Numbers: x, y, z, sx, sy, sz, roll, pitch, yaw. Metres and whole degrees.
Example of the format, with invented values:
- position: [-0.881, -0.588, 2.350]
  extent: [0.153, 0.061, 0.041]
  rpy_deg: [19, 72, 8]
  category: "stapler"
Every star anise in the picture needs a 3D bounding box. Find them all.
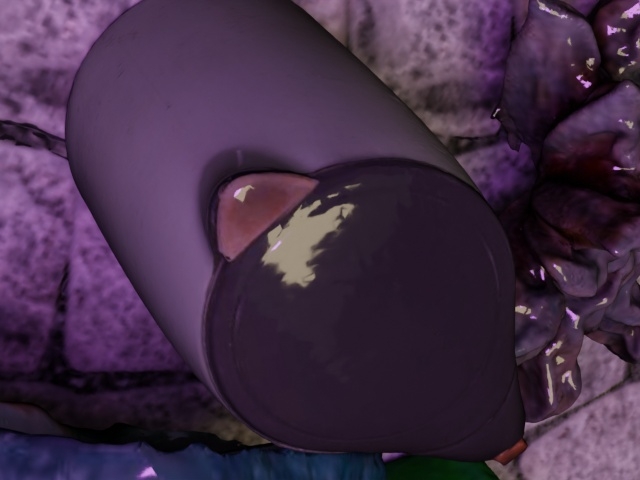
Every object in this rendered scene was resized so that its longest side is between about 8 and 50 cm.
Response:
- position: [0.160, -0.020, 0.880]
  extent: [0.212, 0.129, 0.282]
  rpy_deg: [5, 108, -59]
  category: "star anise"

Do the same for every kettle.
- position: [0.000, 0.000, 0.760]
  extent: [0.165, 0.255, 0.240]
  rpy_deg: [-46, 122, 2]
  category: "kettle"

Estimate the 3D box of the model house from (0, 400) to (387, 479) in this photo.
- position: [-0.098, 0.221, 0.746]
  extent: [0.253, 0.185, 0.291]
  rpy_deg: [16, 83, -66]
  category: "model house"

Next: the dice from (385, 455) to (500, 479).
- position: [0.074, 0.218, 0.971]
  extent: [0.128, 0.120, 0.131]
  rpy_deg: [-27, 122, -8]
  category: "dice"
